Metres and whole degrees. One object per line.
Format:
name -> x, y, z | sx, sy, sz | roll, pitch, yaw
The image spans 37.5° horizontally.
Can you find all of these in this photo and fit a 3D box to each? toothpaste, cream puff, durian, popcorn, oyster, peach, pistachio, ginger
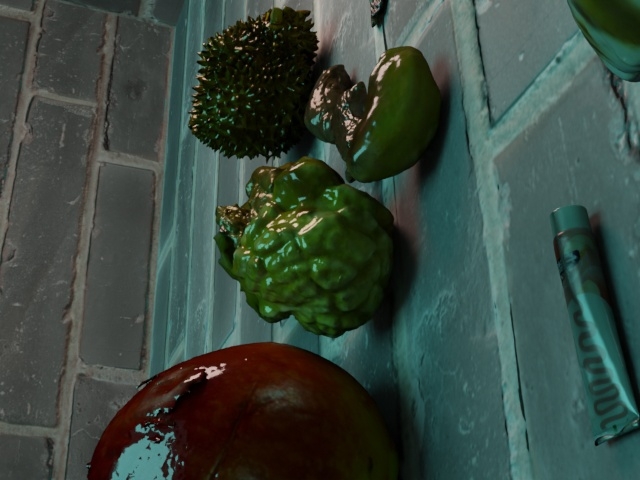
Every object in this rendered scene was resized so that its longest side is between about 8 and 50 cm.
toothpaste -> 0.230, 0.067, 0.800 | 0.056, 0.036, 0.205 | 130, 141, -53
cream puff -> -0.086, -0.002, 1.536 | 0.282, 0.185, 0.282 | -166, 90, -72
durian -> -0.116, -0.285, 1.714 | 0.293, 0.258, 0.258 | -71, 18, -4
popcorn -> 0.000, 0.000, 1.265 | 0.237, 0.205, 0.251 | 97, -172, -52
oyster -> 0.086, -0.368, 1.463 | 0.054, 0.019, 0.083 | 157, 121, -68
peach -> -0.091, 0.285, 1.131 | 0.370, 0.370, 0.370 | -170, 90, -72
pistachio -> 0.102, -0.154, 1.199 | 0.110, 0.100, 0.189 | 7, 72, 48
ginger -> 0.030, -0.193, 1.438 | 0.290, 0.084, 0.122 | -113, 30, -59

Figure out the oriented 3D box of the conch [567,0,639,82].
conch -> 0.258, -0.220, 0.615 | 0.249, 0.197, 0.368 | -58, -20, -74
